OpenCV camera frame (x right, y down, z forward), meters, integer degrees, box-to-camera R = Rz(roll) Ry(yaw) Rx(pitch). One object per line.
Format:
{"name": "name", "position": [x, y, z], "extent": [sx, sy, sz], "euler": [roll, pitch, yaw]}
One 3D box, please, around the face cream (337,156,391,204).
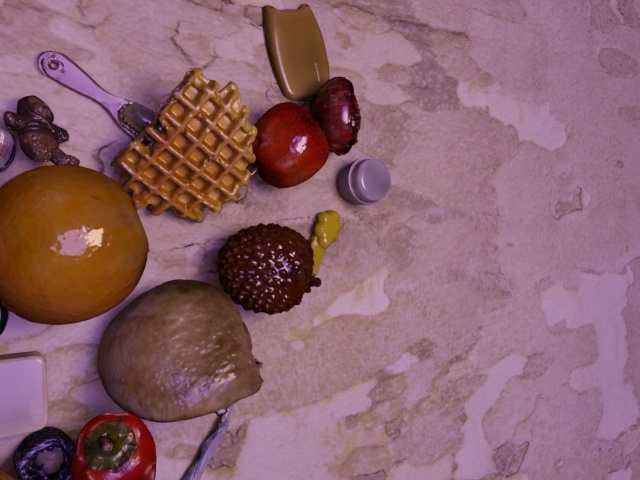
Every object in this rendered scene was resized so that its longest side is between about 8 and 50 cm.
{"name": "face cream", "position": [0.107, -0.145, 1.281], "extent": [0.117, 0.104, 0.117], "euler": [1, 88, -34]}

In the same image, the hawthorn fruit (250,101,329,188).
{"name": "hawthorn fruit", "position": [-0.085, -0.192, 1.127], "extent": [0.200, 0.179, 0.179], "euler": [-43, 111, -9]}

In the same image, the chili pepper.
{"name": "chili pepper", "position": [-0.344, 0.358, 0.865], "extent": [0.131, 0.135, 0.338], "euler": [-50, 158, -49]}

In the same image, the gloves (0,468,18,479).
{"name": "gloves", "position": [-0.588, 0.422, 0.779], "extent": [0.357, 0.155, 0.203], "euler": [29, 93, -31]}

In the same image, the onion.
{"name": "onion", "position": [0.023, -0.289, 1.212], "extent": [0.147, 0.184, 0.183], "euler": [-1, 88, 5]}

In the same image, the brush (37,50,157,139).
{"name": "brush", "position": [-0.385, -0.260, 0.998], "extent": [0.313, 0.067, 0.071], "euler": [35, 71, -24]}

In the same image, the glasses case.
{"name": "glasses case", "position": [-0.611, 0.264, 0.826], "extent": [0.313, 0.070, 0.131], "euler": [-2, 89, -33]}

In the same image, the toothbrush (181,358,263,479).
{"name": "toothbrush", "position": [-0.233, 0.434, 1.081], "extent": [0.035, 0.042, 0.413], "euler": [38, 71, -26]}

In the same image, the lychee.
{"name": "lychee", "position": [-0.100, 0.060, 1.092], "extent": [0.239, 0.200, 0.199], "euler": [20, 78, -24]}

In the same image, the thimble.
{"name": "thimble", "position": [-0.476, 0.385, 0.912], "extent": [0.104, 0.066, 0.095], "euler": [49, 66, -25]}

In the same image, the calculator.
{"name": "calculator", "position": [-0.050, -0.446, 1.236], "extent": [0.157, 0.033, 0.236], "euler": [-20, 101, -32]}

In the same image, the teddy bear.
{"name": "teddy bear", "position": [-0.491, -0.178, 0.907], "extent": [0.119, 0.078, 0.160], "euler": [18, 38, -59]}

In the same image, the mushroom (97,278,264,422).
{"name": "mushroom", "position": [-0.235, 0.199, 0.968], "extent": [0.292, 0.217, 0.211], "euler": [2, 107, -37]}

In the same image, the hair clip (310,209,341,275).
{"name": "hair clip", "position": [0.000, 0.000, 1.242], "extent": [0.072, 0.046, 0.173], "euler": [41, 66, -29]}

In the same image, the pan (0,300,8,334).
{"name": "pan", "position": [-0.615, 0.082, 0.855], "extent": [0.136, 0.028, 0.234], "euler": [-27, 102, -31]}

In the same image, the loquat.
{"name": "loquat", "position": [-0.425, 0.006, 0.848], "extent": [0.275, 0.275, 0.274], "euler": [1, 87, -33]}

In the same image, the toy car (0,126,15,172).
{"name": "toy car", "position": [-0.601, -0.179, 0.828], "extent": [0.210, 0.108, 0.089], "euler": [24, 74, -31]}

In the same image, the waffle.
{"name": "waffle", "position": [-0.259, -0.170, 1.000], "extent": [0.284, 0.065, 0.309], "euler": [-6, 115, -16]}
